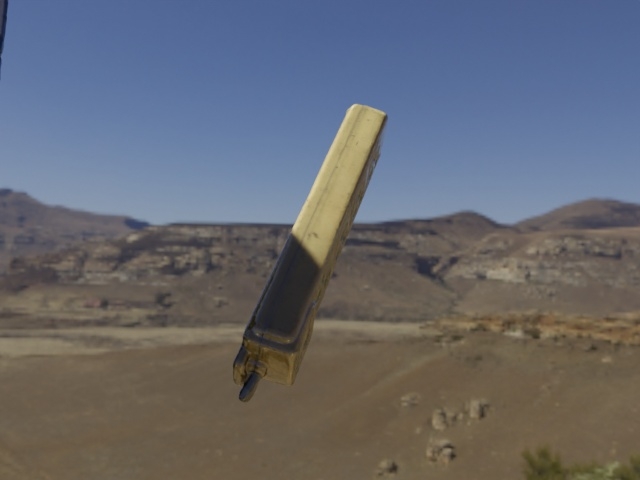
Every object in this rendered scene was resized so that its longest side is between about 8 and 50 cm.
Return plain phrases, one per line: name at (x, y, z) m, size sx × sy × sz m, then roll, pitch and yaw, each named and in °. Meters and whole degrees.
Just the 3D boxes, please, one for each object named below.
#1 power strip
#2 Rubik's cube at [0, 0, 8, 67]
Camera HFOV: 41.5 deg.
power strip at (0.000, 0.000, 0.690) m, size 0.044 × 0.305 × 0.064 m, roll 18°, pitch -35°, yaw 8°
Rubik's cube at (-0.470, -0.250, 0.627) m, size 0.345 × 0.343 × 0.337 m, roll -16°, pitch -34°, yaw 8°
